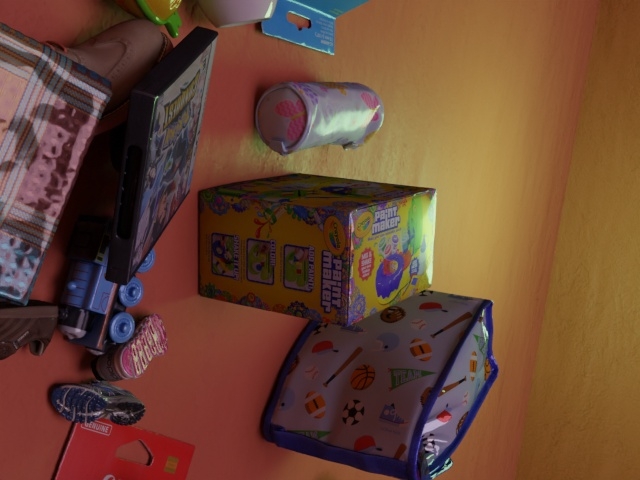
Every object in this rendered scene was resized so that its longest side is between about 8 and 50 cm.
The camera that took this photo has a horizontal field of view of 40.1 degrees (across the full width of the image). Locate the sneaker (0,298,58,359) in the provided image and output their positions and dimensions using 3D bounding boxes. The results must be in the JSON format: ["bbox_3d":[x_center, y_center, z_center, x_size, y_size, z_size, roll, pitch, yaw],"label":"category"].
[{"bbox_3d":[-0.383,0.108,1.026,0.188,0.066,0.071,5,94,-59],"label":"sneaker"}]

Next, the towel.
[{"bbox_3d":[-0.400,-0.111,0.826,0.370,0.040,0.271,25,83,-38],"label":"towel"}]

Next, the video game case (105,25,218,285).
[{"bbox_3d":[-0.197,-0.115,1.107,0.275,0.035,0.248,-74,179,-61],"label":"video game case"}]

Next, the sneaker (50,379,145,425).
[{"bbox_3d":[-0.309,0.217,1.199,0.135,0.058,0.052,24,102,-38],"label":"sneaker"}]

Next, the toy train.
[{"bbox_3d":[-0.290,0.057,1.160,0.105,0.080,0.184,28,73,-50],"label":"toy train"}]

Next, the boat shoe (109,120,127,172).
[{"bbox_3d":[-0.254,-0.167,1.188,0.049,0.056,0.152,-22,126,-60],"label":"boat shoe"}]

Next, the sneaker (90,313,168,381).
[{"bbox_3d":[-0.270,0.152,1.235,0.170,0.075,0.063,-59,134,-71],"label":"sneaker"}]

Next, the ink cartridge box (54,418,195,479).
[{"bbox_3d":[-0.282,0.406,1.271,0.296,0.066,0.261,40,65,-55],"label":"ink cartridge box"}]

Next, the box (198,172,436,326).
[{"bbox_3d":[0.000,0.000,1.426,0.290,0.279,0.177,-16,111,-56],"label":"box"}]

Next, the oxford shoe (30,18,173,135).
[{"bbox_3d":[-0.316,-0.182,0.996,0.397,0.140,0.146,-49,134,-42],"label":"oxford shoe"}]

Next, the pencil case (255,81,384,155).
[{"bbox_3d":[0.002,-0.216,1.537,0.273,0.113,0.124,-13,129,-58],"label":"pencil case"}]

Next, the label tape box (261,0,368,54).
[{"bbox_3d":[0.018,-0.507,1.490,0.249,0.115,0.348,-2,98,-59],"label":"label tape box"}]

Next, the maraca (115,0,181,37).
[{"bbox_3d":[-0.223,-0.340,1.151,0.185,0.099,0.127,38,43,-74],"label":"maraca"}]

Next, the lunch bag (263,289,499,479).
[{"bbox_3d":[0.117,0.276,1.649,0.385,0.328,0.239,-49,135,-44],"label":"lunch bag"}]

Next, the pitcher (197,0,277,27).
[{"bbox_3d":[-0.151,-0.410,1.247,0.177,0.125,0.207,-18,104,-34],"label":"pitcher"}]
